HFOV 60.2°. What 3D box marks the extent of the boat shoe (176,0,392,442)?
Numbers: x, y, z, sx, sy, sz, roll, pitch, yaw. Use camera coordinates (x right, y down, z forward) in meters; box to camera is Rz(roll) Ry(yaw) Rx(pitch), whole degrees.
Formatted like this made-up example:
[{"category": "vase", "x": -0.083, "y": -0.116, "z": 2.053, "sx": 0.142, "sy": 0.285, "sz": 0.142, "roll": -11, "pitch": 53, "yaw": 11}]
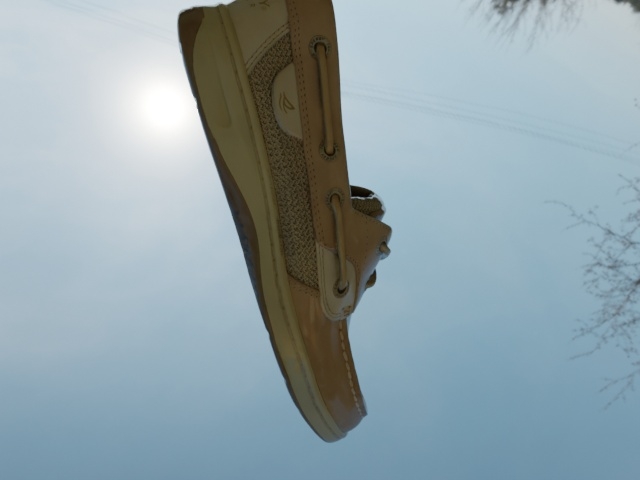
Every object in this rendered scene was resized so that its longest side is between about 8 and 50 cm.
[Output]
[{"category": "boat shoe", "x": 0.000, "y": 0.000, "z": 0.401, "sx": 0.110, "sy": 0.341, "sz": 0.121, "roll": -17, "pitch": -156, "yaw": -6}]
